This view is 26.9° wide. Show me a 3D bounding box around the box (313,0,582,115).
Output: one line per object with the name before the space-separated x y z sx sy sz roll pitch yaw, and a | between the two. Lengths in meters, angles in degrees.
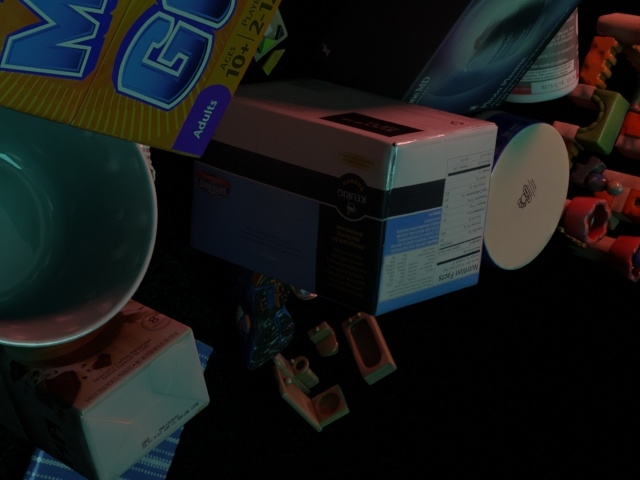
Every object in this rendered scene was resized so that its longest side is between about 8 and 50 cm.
box | 0.198 -0.328 1.918 0.294 0.182 0.296 -15 150 -44

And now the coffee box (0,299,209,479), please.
coffee box | -0.296 0.138 1.534 0.168 0.297 0.119 -38 134 -35

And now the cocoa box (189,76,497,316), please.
cocoa box | 0.024 -0.069 1.782 0.231 0.347 0.228 -14 115 -46

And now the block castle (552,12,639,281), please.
block castle | 0.592 -0.172 2.504 0.303 0.213 0.453 33 79 -50

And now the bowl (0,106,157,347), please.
bowl | -0.352 -0.028 1.462 0.311 0.163 0.311 9 74 -34

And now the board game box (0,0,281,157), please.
board game box | -0.258 -0.342 1.281 0.356 0.356 0.356 12 111 -51

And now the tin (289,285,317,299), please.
tin | 0.000 0.000 2.028 0.189 0.040 0.106 -57 143 -17

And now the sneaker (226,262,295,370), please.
sneaker | -0.092 0.099 1.928 0.083 0.087 0.221 -27 141 -32

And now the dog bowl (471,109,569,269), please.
dog bowl | 0.314 -0.086 2.302 0.265 0.104 0.265 -21 119 -43

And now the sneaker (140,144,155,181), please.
sneaker | -0.229 -0.111 1.693 0.051 0.070 0.134 25 84 -49

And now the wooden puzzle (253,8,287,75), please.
wooden puzzle | -0.075 -0.291 1.843 0.078 0.014 0.116 -51 136 -23

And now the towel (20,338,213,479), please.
towel | -0.288 0.268 1.809 0.243 0.040 0.336 27 82 -49

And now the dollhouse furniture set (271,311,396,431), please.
dollhouse furniture set | 0.013 0.173 2.026 0.151 0.144 0.123 -31 137 9

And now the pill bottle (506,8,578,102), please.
pill bottle | 0.335 -0.381 2.166 0.161 0.161 0.283 -31 127 -38
